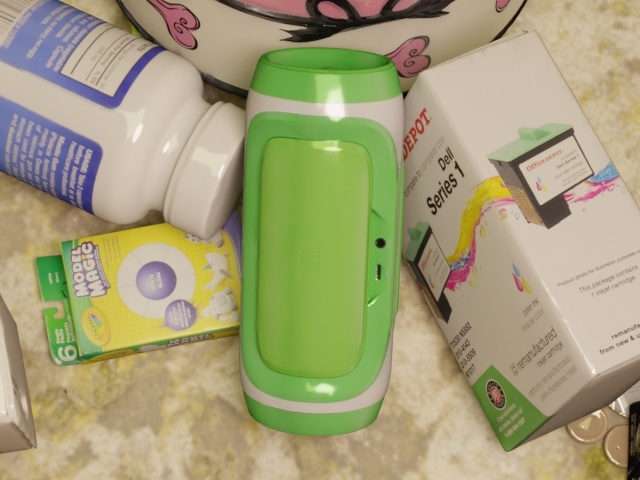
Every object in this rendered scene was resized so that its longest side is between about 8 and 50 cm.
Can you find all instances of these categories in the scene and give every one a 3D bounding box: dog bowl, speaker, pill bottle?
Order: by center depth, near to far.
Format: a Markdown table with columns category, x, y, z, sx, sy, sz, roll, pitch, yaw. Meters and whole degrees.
| category | x | y | z | sx | sy | sz | roll | pitch | yaw |
| --- | --- | --- | --- | --- | --- | --- | --- | --- | --- |
| speaker | 0.000 | 0.000 | 1.408 | 0.131 | 0.131 | 0.296 | 1 | 106 | -3 |
| pill bottle | -0.191 | -0.105 | 1.460 | 0.272 | 0.152 | 0.152 | 25 | 75 | 7 |
| dog bowl | 0.002 | -0.323 | 1.505 | 0.408 | 0.150 | 0.408 | 1 | 65 | -2 |

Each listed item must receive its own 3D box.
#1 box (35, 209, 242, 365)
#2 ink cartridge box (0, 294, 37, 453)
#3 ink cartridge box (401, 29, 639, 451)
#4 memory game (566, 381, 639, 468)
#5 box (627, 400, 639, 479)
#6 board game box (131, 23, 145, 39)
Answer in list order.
| category | x | y | z | sx | sy | sz | roll | pitch | yaw |
| --- | --- | --- | --- | --- | --- | --- | --- | --- | --- |
| box | -0.148 | 0.041 | 1.492 | 0.179 | 0.043 | 0.105 | -12 | 76 | -5 |
| ink cartridge box | -0.376 | 0.119 | 1.371 | 0.283 | 0.207 | 0.117 | -8 | 78 | -6 |
| ink cartridge box | 0.161 | 0.002 | 1.421 | 0.117 | 0.201 | 0.278 | -21 | 73 | -22 |
| memory game | 0.282 | 0.108 | 1.517 | 0.186 | 0.012 | 0.186 | 1 | 75 | -4 |
| box | 0.331 | 0.225 | 1.447 | 0.147 | 0.077 | 0.180 | 6 | 80 | -4 |
| board game box | -0.077 | -0.197 | 1.556 | 0.181 | 0.043 | 0.092 | -5 | 76 | -5 |
